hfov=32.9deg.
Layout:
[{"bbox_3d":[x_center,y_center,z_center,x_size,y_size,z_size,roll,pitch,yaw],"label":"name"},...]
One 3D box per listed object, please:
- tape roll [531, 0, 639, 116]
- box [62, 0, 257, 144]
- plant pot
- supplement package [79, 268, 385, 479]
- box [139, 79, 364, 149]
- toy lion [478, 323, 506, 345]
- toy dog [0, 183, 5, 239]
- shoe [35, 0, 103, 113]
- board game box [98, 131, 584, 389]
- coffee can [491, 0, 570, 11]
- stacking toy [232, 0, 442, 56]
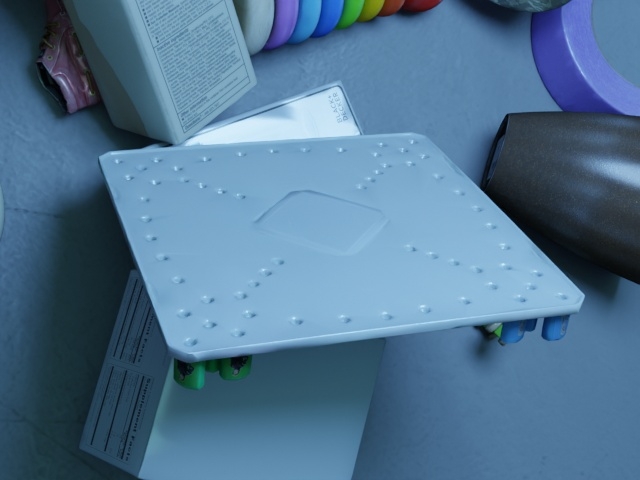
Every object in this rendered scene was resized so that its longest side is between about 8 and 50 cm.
[{"bbox_3d":[0.434,-0.283,1.501,0.275,0.090,0.274,3,79,-18],"label":"tape roll"},{"bbox_3d":[-0.193,-0.278,1.185,0.148,0.121,0.311,-42,133,-32],"label":"box"},{"bbox_3d":[0.332,-0.078,1.387,0.231,0.215,0.215,17,76,0],"label":"plant pot"},{"bbox_3d":[-0.091,0.166,1.174,0.262,0.145,0.204,20,80,-34],"label":"supplement package"},{"bbox_3d":[-0.082,-0.064,1.299,0.290,0.087,0.169,-23,88,-20],"label":"box"},{"bbox_3d":[0.245,0.084,1.374,0.034,0.100,0.096,44,90,-4],"label":"toy lion"},{"bbox_3d":[-0.458,-0.138,1.110,0.396,0.284,0.407,-14,90,-22],"label":"toy dog"},{"bbox_3d":[-0.304,-0.237,1.270,0.081,0.063,0.178,-30,95,-26],"label":"shoe"},{"bbox_3d":[0.000,0.000,1.096,0.390,0.390,0.050,-6,121,-19],"label":"board game box"},{"bbox_3d":[0.304,-0.457,1.393,0.201,0.201,0.275,39,61,-8],"label":"coffee can"},{"bbox_3d":[0.027,-0.315,1.347,0.330,0.141,0.141,-13,85,-29],"label":"stacking toy"}]
